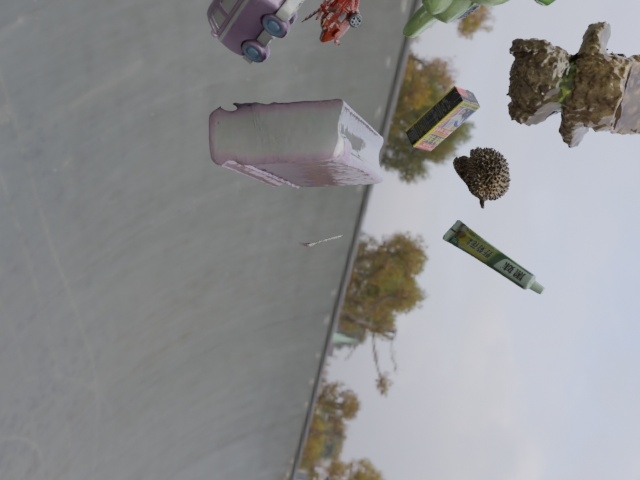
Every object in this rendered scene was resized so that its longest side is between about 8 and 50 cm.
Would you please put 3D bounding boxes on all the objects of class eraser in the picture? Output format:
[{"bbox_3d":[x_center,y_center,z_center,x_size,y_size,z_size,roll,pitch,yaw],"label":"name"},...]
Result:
[{"bbox_3d":[-0.034,-0.183,1.551,0.359,0.272,0.122,10,81,-75],"label":"eraser"}]

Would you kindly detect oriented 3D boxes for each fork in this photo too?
[{"bbox_3d":[0.000,0.001,1.819,0.016,0.115,0.012,40,45,-56],"label":"fork"}]

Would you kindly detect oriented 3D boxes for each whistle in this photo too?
[{"bbox_3d":[0.221,-0.424,1.237,0.294,0.141,0.141,-5,-108,55],"label":"whistle"}]

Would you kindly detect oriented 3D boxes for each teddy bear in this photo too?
[{"bbox_3d":[0.517,-0.295,1.471,0.222,0.296,0.246,36,-49,41],"label":"teddy bear"}]

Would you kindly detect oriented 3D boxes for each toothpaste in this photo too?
[{"bbox_3d":[0.306,0.033,1.349,0.049,0.204,0.031,-47,151,-9],"label":"toothpaste"}]

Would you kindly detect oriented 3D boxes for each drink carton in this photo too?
[{"bbox_3d":[0.276,-0.277,1.752,0.165,0.071,0.056,-42,-120,35],"label":"drink carton"}]

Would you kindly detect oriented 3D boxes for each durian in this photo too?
[{"bbox_3d":[0.298,-0.124,1.393,0.071,0.110,0.140,104,-7,-51],"label":"durian"}]

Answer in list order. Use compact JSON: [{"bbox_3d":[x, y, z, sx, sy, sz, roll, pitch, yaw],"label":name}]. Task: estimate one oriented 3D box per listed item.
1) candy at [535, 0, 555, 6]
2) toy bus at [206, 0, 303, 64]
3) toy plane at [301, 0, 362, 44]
[{"bbox_3d":[0.466,-0.535,1.266,0.343,0.142,0.132,-38,179,11],"label":"candy"},{"bbox_3d":[-0.109,-0.430,1.392,0.142,0.142,0.202,-60,-166,-27],"label":"toy bus"},{"bbox_3d":[0.056,-0.450,1.419,0.194,0.077,0.126,-56,-154,6],"label":"toy plane"}]
